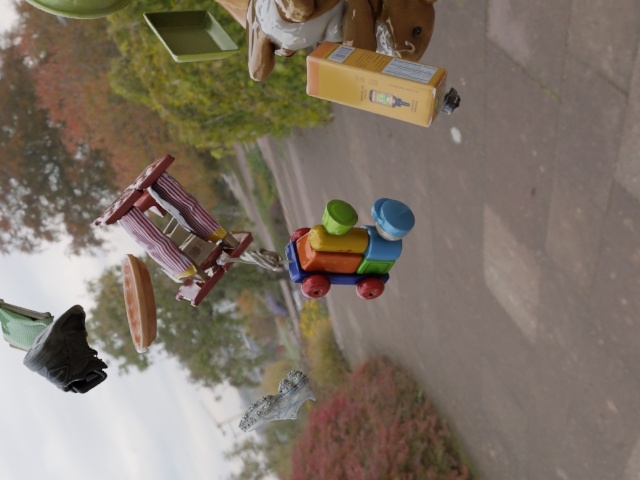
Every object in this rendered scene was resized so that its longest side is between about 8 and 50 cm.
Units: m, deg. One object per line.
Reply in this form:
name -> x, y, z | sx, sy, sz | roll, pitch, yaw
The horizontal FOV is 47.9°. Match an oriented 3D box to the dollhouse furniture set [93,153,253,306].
dollhouse furniture set -> -0.287, -0.015, 1.285 | 0.201, 0.152, 0.374 | 45, 163, -17

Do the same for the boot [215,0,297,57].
boot -> -0.160, -0.524, 1.546 | 0.211, 0.104, 0.295 | 44, -179, 32

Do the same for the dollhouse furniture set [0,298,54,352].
dollhouse furniture set -> -0.863, 0.262, 1.903 | 0.197, 0.302, 0.151 | 102, -177, -53

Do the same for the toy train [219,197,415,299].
toy train -> 0.000, 0.000, 0.992 | 0.143, 0.248, 0.105 | 121, 144, -45

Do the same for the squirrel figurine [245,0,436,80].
squirrel figurine -> 0.052, -0.509, 1.456 | 0.281, 0.370, 0.397 | 133, 132, -60

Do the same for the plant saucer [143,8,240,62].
plant saucer -> -0.328, -0.511, 1.823 | 0.188, 0.188, 0.045 | 54, 141, 28

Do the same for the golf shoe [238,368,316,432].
golf shoe -> -0.085, 0.353, 1.497 | 0.086, 0.176, 0.069 | 55, 174, -19

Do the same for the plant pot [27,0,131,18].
plant pot -> -0.521, -0.664, 1.538 | 0.276, 0.276, 0.254 | 61, 147, 25

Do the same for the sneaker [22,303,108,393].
sneaker -> -0.446, 0.200, 1.300 | 0.130, 0.087, 0.227 | 49, -176, -18

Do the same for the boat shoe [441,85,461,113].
boat shoe -> 0.255, -0.272, 1.407 | 0.038, 0.046, 0.125 | 29, -159, 9

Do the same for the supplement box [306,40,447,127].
supplement box -> 0.095, -0.270, 1.231 | 0.233, 0.080, 0.078 | 21, 135, 19

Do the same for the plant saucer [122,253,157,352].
plant saucer -> -0.361, 0.123, 1.445 | 0.200, 0.037, 0.200 | 173, 90, -67
